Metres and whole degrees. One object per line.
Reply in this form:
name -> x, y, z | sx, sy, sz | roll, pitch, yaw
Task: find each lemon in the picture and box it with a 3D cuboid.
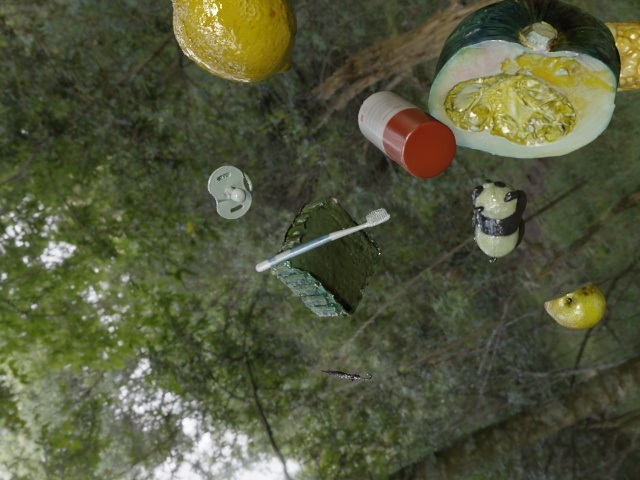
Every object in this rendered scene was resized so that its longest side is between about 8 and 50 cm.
lemon -> -0.188, -0.487, 1.457 | 0.310, 0.258, 0.258 | 30, -169, -22

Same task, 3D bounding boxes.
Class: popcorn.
popcorn -> 0.586, -0.350, 1.234 | 0.194, 0.163, 0.140 | -124, 25, -66

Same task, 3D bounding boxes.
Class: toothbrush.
toothbrush -> 0.000, 0.000, 1.210 | 0.019, 0.276, 0.025 | -101, -15, -44

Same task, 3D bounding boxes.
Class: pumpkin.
pumpkin -> 0.346, -0.298, 1.092 | 0.263, 0.293, 0.197 | 95, -171, -59

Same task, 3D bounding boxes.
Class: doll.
doll -> 0.467, -0.061, 1.696 | 0.135, 0.143, 0.234 | -69, -24, -48

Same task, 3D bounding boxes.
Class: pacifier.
pacifier -> -0.228, -0.128, 1.736 | 0.116, 0.127, 0.150 | 20, 129, 57

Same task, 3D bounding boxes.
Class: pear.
pear -> 0.633, 0.169, 1.589 | 0.141, 0.141, 0.104 | 75, 173, -78

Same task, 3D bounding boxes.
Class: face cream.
face cream -> 0.141, -0.182, 1.089 | 0.096, 0.096, 0.214 | 65, 177, -29

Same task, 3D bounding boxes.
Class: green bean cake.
green bean cake -> 0.013, 0.044, 1.653 | 0.255, 0.241, 0.132 | 44, 150, -25

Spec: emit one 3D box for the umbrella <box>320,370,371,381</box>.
umbrella -> 0.055, 0.299, 1.428 | 0.022, 0.122, 0.013 | -63, -34, -47
